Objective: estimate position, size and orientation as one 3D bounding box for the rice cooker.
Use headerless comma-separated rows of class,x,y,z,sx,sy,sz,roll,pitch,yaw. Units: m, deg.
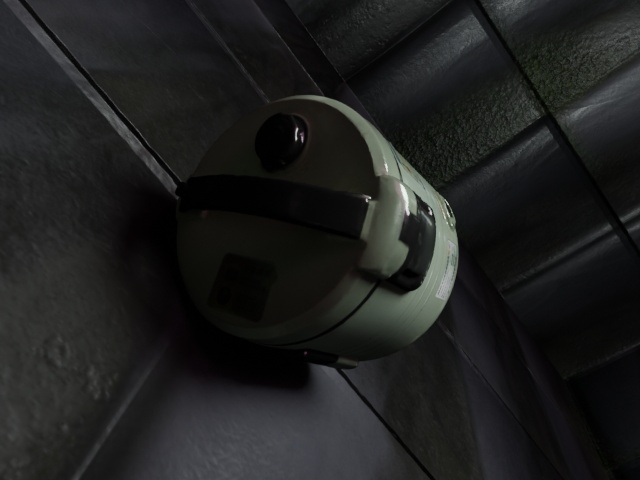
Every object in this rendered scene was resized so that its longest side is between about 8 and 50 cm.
rice cooker,0.000,0.000,0.522,0.244,0.226,0.226,34,28,-54
